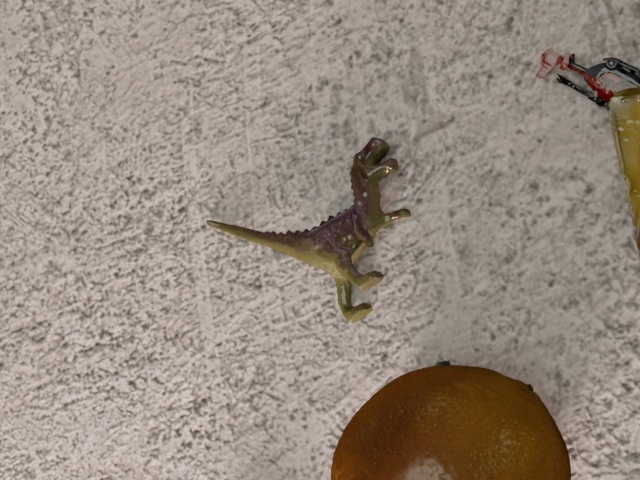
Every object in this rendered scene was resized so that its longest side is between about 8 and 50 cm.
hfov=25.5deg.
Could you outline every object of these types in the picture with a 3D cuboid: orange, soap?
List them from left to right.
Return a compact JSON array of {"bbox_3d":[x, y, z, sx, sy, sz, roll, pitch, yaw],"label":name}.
[{"bbox_3d":[0.143,0.255,1.526,0.264,0.264,0.264,-2,84,20],"label":"orange"},{"bbox_3d":[0.397,-0.059,1.511,0.135,0.076,0.233,-11,104,19],"label":"soap"}]

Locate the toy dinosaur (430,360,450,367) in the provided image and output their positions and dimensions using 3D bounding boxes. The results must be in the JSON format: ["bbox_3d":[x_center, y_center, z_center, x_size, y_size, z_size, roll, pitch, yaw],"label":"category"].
[{"bbox_3d":[0.134,0.170,1.648,0.083,0.030,0.047,-26,77,17],"label":"toy dinosaur"}]

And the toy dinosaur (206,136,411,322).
[{"bbox_3d":[0.003,0.000,1.706,0.251,0.072,0.200,-35,64,26],"label":"toy dinosaur"}]

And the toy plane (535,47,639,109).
[{"bbox_3d":[0.317,-0.183,1.612,0.145,0.037,0.060,28,105,16],"label":"toy plane"}]
